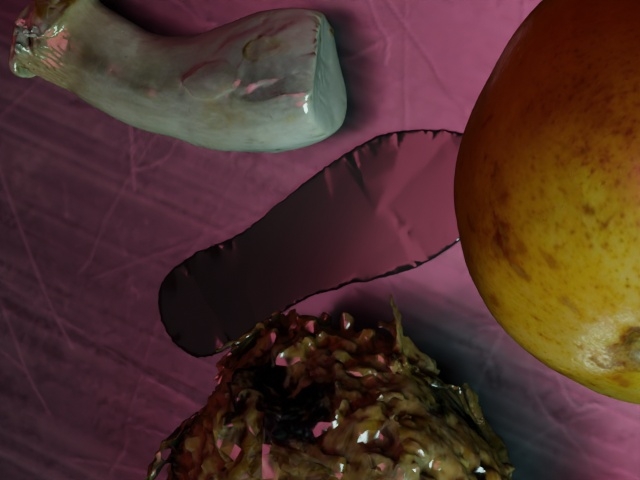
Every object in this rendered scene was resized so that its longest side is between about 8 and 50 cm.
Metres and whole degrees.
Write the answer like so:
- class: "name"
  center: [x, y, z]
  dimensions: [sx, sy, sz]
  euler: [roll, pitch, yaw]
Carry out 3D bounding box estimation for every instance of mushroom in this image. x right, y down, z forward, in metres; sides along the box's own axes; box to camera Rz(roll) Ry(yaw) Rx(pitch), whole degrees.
- class: "mushroom"
  center: [-0.093, -0.108, 1.263]
  dimensions: [0.223, 0.081, 0.092]
  euler: [10, 118, 22]

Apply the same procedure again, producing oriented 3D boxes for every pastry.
- class: "pastry"
  center: [0.019, 0.171, 1.210]
  dimensions: [0.275, 0.193, 0.275]
  euler: [14, 110, 43]

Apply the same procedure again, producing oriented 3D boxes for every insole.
- class: "insole"
  center: [0.000, 0.000, 1.279]
  dimensions: [0.253, 0.005, 0.086]
  euler: [-27, 86, 21]

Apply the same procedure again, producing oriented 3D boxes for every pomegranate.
- class: "pomegranate"
  center: [0.202, -0.037, 1.075]
  dimensions: [0.264, 0.264, 0.264]
  euler: [3, 97, 20]
